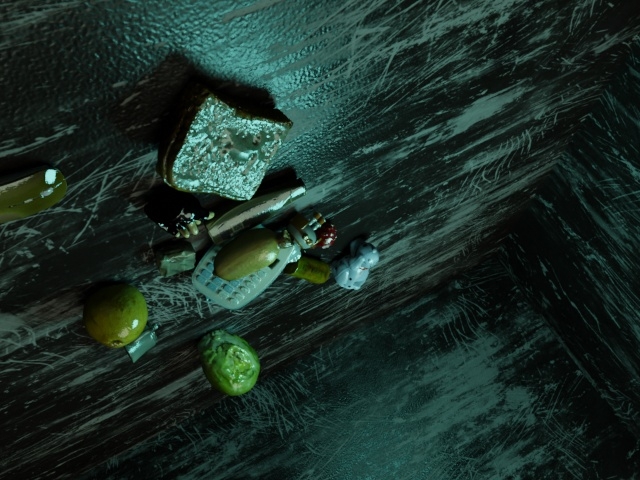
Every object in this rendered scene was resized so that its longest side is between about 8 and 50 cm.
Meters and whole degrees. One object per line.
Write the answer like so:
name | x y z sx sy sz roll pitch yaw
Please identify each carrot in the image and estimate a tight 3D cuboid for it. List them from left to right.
carrot | -0.060 0.126 2.178 0.114 0.114 0.302 -38 152 17

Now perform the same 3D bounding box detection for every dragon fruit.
dragon fruit | 0.000 0.000 2.040 0.094 0.094 0.190 2 145 -49

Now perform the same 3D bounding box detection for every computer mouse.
computer mouse | -0.708 -0.099 1.107 0.245 0.056 0.126 -21 154 -22

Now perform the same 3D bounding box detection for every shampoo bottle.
shampoo bottle | -0.210 -0.107 1.601 0.350 0.084 0.125 -27 142 -8

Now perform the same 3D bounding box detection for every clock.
clock | 0.186 0.098 2.321 0.189 0.189 0.254 -12 150 -35

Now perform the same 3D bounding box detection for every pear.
pear | -0.682 0.256 1.632 0.209 0.209 0.209 -25 155 -12

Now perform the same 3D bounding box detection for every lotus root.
lotus root | -0.239 0.038 1.626 0.303 0.146 0.131 -27 113 12

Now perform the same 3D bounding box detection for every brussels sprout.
brussels sprout | -0.442 0.595 2.393 0.268 0.344 0.344 -29 156 -19

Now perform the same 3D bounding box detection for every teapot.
teapot | -0.703 0.365 1.900 0.149 0.162 0.239 -32 -177 -26

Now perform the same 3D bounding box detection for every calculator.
calculator | -0.286 0.088 1.753 0.256 0.054 0.386 39 103 -22

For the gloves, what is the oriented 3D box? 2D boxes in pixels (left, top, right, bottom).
gloves | -0.402 -0.074 1.424 0.164 0.124 0.203 -8 176 1

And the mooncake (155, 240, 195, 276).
mooncake | -0.486 0.061 1.627 0.125 0.073 0.130 -15 150 -24

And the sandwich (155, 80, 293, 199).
sandwich | -0.247 -0.236 1.237 0.301 0.099 0.271 4 119 -50

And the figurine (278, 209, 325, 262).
figurine | -0.091 -0.002 1.828 0.271 0.143 0.143 -51 163 -22
